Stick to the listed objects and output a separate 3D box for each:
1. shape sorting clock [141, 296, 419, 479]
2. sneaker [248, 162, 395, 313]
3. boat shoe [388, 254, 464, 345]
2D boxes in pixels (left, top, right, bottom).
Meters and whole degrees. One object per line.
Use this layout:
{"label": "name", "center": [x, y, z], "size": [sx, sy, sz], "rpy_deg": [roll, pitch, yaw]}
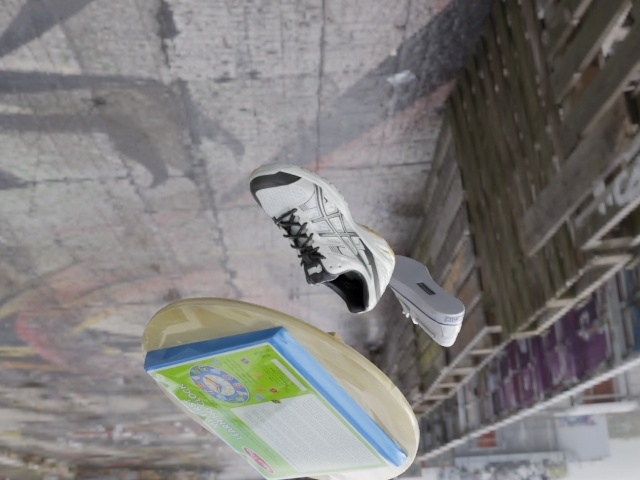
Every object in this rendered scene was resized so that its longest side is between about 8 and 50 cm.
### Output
{"label": "shape sorting clock", "center": [-0.030, 0.108, 0.617], "size": [0.206, 0.040, 0.206], "rpy_deg": [13, 139, 12]}
{"label": "sneaker", "center": [0.000, 0.000, 0.394], "size": [0.083, 0.037, 0.032], "rpy_deg": [39, 139, -20]}
{"label": "boat shoe", "center": [0.072, 0.045, 0.657], "size": [0.035, 0.035, 0.100], "rpy_deg": [-8, -151, -27]}
